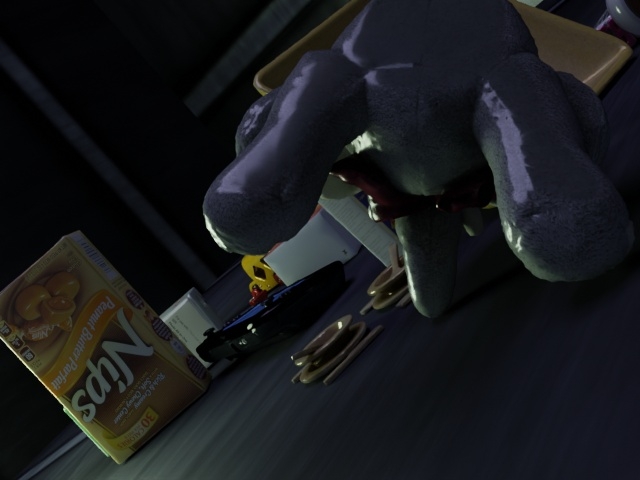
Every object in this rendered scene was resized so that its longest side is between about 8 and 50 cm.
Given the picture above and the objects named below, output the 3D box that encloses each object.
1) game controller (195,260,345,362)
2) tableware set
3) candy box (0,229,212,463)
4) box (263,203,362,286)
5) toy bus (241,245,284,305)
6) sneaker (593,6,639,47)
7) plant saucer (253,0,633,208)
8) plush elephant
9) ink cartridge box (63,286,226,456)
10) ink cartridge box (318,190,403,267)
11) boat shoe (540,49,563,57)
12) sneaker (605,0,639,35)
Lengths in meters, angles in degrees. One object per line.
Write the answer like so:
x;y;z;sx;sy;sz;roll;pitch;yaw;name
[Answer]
-0.078;0.107;1.284;0.166;0.067;0.319;-44;7;-28;game controller
0.041;0.067;0.897;0.194;0.039;0.128;-43;6;-18;tableware set
-0.341;0.162;1.351;0.183;0.316;0.087;-41;4;6;candy box
0.000;0.000;1.452;0.130;0.091;0.170;-39;5;20;box
-0.108;0.042;1.809;0.202;0.104;0.191;-41;5;6;toy bus
0.405;-0.297;1.106;0.170;0.063;0.075;-44;10;24;sneaker
0.147;-0.180;1.042;0.333;0.333;0.081;-45;-29;-33;plant saucer
0.083;-0.064;0.704;0.272;0.255;0.330;-2;56;12;plush elephant
-0.303;0.229;1.596;0.289;0.121;0.211;-42;5;-2;ink cartridge box
0.049;-0.079;1.111;0.045;0.208;0.206;-43;4;26;ink cartridge box
0.284;-0.225;1.223;0.084;0.095;0.258;-48;8;-19;boat shoe
0.380;-0.268;0.921;0.290;0.106;0.123;-32;-4;-29;sneaker
